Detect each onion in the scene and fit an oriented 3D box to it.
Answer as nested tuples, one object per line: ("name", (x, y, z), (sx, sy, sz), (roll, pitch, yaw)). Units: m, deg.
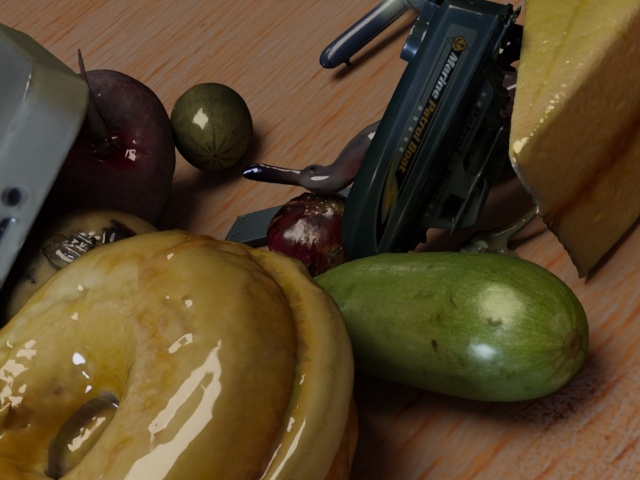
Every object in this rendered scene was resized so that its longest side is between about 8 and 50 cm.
("onion", (0.000, 0.000, 1.406), (0.107, 0.097, 0.107), (0, 34, 0))

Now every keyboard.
("keyboard", (-0.027, -0.023, 1.533), (0.176, 0.014, 0.055), (-13, 37, 33))

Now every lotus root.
("lotus root", (-0.255, 0.057, 1.507), (0.183, 0.183, 0.310), (-50, 22, -22))

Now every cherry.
("cherry", (-0.257, -0.084, 1.654), (0.184, 0.266, 0.213), (12, 70, 3))

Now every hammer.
("hammer", (0.076, -0.269, 1.718), (0.194, 0.069, 0.116), (-39, 32, 4))

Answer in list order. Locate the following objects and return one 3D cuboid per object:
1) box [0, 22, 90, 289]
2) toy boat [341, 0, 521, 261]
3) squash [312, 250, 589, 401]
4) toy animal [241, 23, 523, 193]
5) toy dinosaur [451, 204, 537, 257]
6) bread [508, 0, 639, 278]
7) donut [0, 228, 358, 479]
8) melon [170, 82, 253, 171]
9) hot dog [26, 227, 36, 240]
("box", (-0.381, -0.042, 1.532), (0.367, 0.090, 0.373), (-63, 29, 6))
("toy boat", (0.104, -0.078, 1.299), (0.114, 0.122, 0.296), (-46, -22, -71))
("squash", (0.073, 0.063, 1.221), (0.371, 0.118, 0.118), (5, 50, 52))
("toy animal", (0.107, -0.104, 1.419), (0.324, 0.090, 0.195), (-34, 36, -24))
("toy dinosaur", (0.145, 0.011, 1.295), (0.180, 0.037, 0.058), (-30, 36, 12))
("bread", (0.271, -0.119, 1.230), (0.163, 0.167, 0.264), (-17, 39, 28))
("donut", (-0.160, 0.186, 1.185), (0.449, 0.198, 0.449), (-26, 39, 23))
("melon", (-0.128, -0.133, 1.701), (0.098, 0.098, 0.130), (-30, 27, 10))
("hot dog", (-0.386, 0.063, 1.686), (0.135, 0.100, 0.337), (-24, 33, 21))
